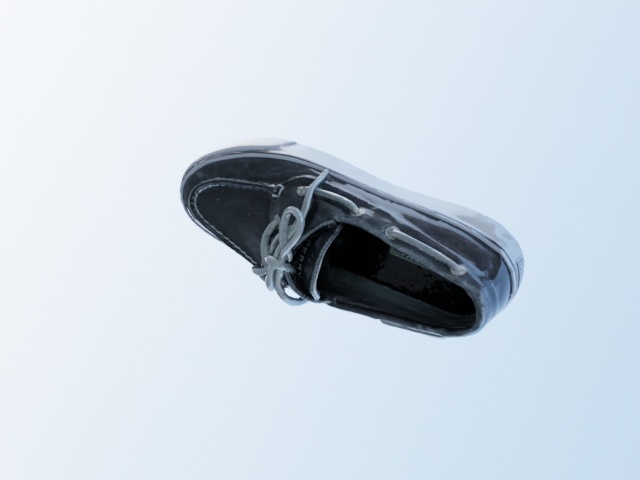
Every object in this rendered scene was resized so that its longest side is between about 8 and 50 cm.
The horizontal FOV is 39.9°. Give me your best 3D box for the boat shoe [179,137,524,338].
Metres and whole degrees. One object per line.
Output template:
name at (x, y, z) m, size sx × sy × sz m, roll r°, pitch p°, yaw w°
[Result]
boat shoe at (0.000, 0.004, 0.699) m, size 0.306 × 0.105 × 0.113 m, roll 23°, pitch -58°, yaw 21°
